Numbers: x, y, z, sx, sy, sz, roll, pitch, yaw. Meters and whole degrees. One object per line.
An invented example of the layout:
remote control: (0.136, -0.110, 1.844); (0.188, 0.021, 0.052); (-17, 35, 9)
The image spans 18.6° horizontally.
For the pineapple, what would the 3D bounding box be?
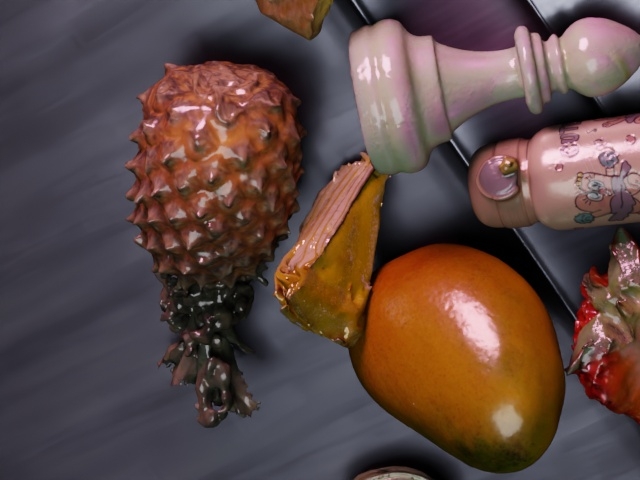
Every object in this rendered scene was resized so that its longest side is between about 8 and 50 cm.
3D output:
pineapple: (-0.102, 0.011, 1.830); (0.175, 0.175, 0.361); (9, 117, 10)

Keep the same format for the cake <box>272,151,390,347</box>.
cake: (-0.003, 0.000, 1.782); (0.080, 0.116, 0.185); (2, 79, 45)

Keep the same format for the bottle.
bottle: (0.235, -0.059, 1.743); (0.209, 0.110, 0.097); (-7, 81, 17)

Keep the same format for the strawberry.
strawberry: (0.336, 0.091, 1.803); (0.228, 0.098, 0.174); (23, 104, -21)

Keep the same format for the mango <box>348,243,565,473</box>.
mango: (0.130, 0.098, 1.785); (0.254, 0.139, 0.175); (30, 109, 44)

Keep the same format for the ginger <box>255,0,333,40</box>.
ginger: (-0.081, -0.306, 1.697); (0.270, 0.123, 0.219); (25, 121, 2)

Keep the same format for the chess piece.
chess piece: (0.167, -0.146, 1.725); (0.272, 0.139, 0.139); (-10, 112, 6)

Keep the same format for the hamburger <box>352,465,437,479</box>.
hamburger: (0.079, 0.288, 1.973); (0.133, 0.062, 0.140); (-4, 111, 12)
